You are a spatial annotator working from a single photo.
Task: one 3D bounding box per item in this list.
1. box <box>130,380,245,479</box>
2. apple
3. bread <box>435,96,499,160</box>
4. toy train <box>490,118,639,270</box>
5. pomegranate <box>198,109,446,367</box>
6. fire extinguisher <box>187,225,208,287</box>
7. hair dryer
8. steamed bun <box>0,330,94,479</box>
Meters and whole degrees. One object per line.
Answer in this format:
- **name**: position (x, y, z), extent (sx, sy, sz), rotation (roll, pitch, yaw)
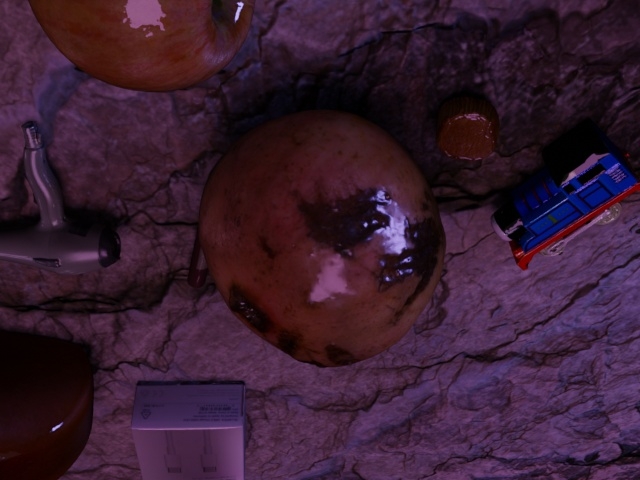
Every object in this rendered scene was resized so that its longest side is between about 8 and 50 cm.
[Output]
- **box**: position (-0.247, 0.381, 1.376), extent (0.203, 0.106, 0.252), rotation (0, 136, -6)
- **apple**: position (-0.166, -0.248, 0.678), extent (0.187, 0.211, 0.211), rotation (16, 138, 19)
- **bread**: position (0.187, -0.146, 0.908), extent (0.085, 0.053, 0.085), rotation (7, 137, 7)
- **toy train**: position (0.331, -0.059, 0.983), extent (0.131, 0.083, 0.204), rotation (33, 123, -31)
- **pomegranate**: position (0.000, 0.000, 0.877), extent (0.322, 0.322, 0.322), rotation (-2, 135, -2)
- **fire extinguisher**: position (-0.165, 0.008, 1.053), extent (0.049, 0.035, 0.173), rotation (11, 136, -9)
- **hair dryer**: position (-0.415, -0.033, 0.979), extent (0.219, 0.088, 0.225), rotation (-17, 121, 18)
- **steamed bun**: position (-0.575, 0.300, 1.169), extent (0.379, 0.248, 0.235), rotation (10, 134, -15)
